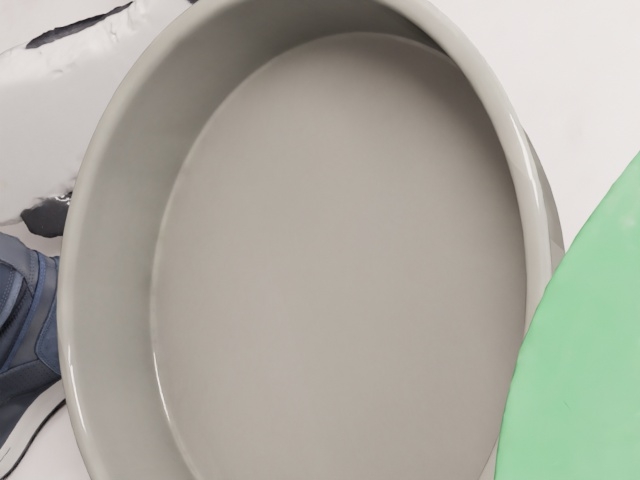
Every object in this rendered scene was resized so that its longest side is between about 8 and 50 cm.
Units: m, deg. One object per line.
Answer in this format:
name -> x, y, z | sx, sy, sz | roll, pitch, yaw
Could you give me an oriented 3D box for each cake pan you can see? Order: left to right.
cake pan -> -0.010, 0.024, 0.588 | 0.293, 0.054, 0.293 | -4, 83, 41

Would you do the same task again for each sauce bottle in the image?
sauce bottle -> 0.000, 0.000, 0.644 | 0.128, 0.042, 0.042 | -18, 60, 43

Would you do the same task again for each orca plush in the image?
orca plush -> -0.164, -0.108, 0.831 | 0.287, 0.151, 0.102 | -48, 11, 28

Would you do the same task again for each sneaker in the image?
sneaker -> -0.233, 0.071, 0.773 | 0.226, 0.163, 0.086 | -44, 47, 26

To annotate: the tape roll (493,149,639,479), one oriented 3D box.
tape roll -> 0.200, 0.066, 0.275 | 0.321, 0.077, 0.321 | -12, 54, 17
